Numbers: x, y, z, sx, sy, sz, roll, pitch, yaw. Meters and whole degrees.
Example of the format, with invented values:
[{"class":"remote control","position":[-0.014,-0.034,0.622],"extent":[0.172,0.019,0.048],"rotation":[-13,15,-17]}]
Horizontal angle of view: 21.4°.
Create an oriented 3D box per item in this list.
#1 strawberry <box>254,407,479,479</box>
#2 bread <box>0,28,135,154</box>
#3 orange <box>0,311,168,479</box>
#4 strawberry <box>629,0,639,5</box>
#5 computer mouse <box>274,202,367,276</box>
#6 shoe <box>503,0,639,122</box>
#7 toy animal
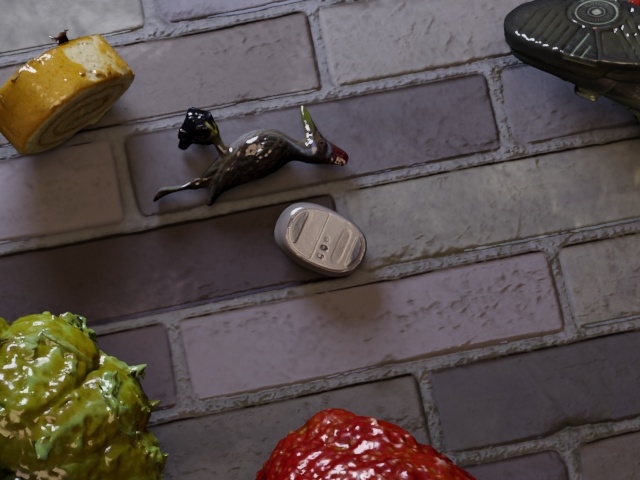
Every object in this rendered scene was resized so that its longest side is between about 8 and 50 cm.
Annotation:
[{"class":"strawberry","position":[0.039,0.281,1.588],"extent":[0.257,0.257,0.277],"rotation":[-34,57,-8]},{"class":"bread","position":[-0.267,-0.149,1.713],"extent":[0.073,0.149,0.122],"rotation":[48,124,7]},{"class":"orange","position":[-0.294,0.214,1.593],"extent":[0.301,0.223,0.300],"rotation":[1,84,-2]},{"class":"strawberry","position":[0.370,-0.253,1.766],"extent":[0.106,0.106,0.106],"rotation":[0,79,-2]},{"class":"computer mouse","position":[-0.001,0.000,1.734],"extent":[0.096,0.039,0.066],"rotation":[25,80,-4]},{"class":"shoe","position":[0.328,-0.154,1.730],"extent":[0.292,0.149,0.109],"rotation":[12,48,19]},{"class":"toy animal","position":[-0.072,-0.089,1.747],"extent":[0.202,0.070,0.105],"rotation":[-2,90,-7]}]
